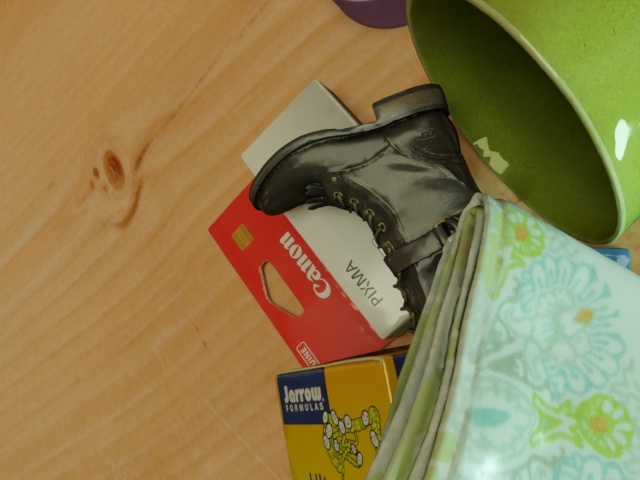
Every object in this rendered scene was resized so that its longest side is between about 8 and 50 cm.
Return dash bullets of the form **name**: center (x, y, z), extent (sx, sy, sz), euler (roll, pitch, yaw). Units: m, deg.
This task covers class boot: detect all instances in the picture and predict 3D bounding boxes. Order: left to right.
- **boot**: center (0.064, -0.012, 0.597), extent (0.263, 0.091, 0.229), euler (-25, 76, 22)

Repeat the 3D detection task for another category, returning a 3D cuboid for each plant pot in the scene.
- **plant pot**: center (0.273, -0.193, 0.504), extent (0.293, 0.275, 0.274), euler (-38, 69, 3)

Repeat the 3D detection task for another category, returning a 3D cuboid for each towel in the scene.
- **towel**: center (0.212, 0.171, 0.398), extent (0.374, 0.090, 0.320), euler (31, 58, -6)

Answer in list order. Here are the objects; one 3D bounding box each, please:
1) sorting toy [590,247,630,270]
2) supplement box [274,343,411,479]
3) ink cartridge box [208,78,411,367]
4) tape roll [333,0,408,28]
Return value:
- **sorting toy**: center (0.260, 0.177, 0.572), extent (0.196, 0.047, 0.347), euler (18, 93, 27)
- **supplement box**: center (0.112, 0.270, 0.516), extent (0.195, 0.194, 0.356), euler (-29, 70, 56)
- **ink cartridge box**: center (0.000, 0.000, 0.711), extent (0.261, 0.066, 0.296), euler (-44, 68, 15)
- **tape roll**: center (0.079, -0.359, 0.699), extent (0.189, 0.080, 0.189), euler (-2, 85, 26)
